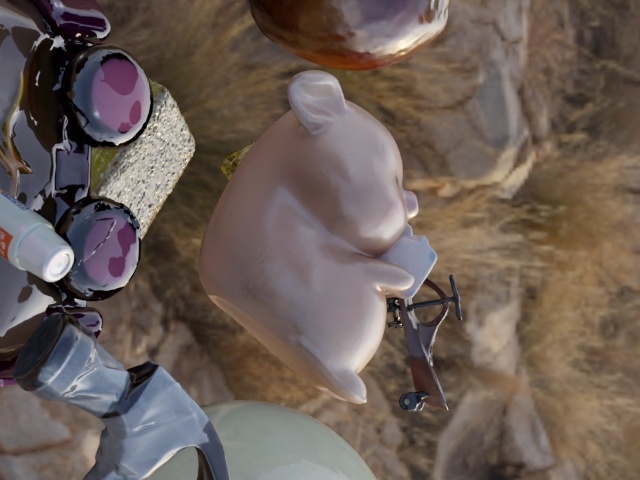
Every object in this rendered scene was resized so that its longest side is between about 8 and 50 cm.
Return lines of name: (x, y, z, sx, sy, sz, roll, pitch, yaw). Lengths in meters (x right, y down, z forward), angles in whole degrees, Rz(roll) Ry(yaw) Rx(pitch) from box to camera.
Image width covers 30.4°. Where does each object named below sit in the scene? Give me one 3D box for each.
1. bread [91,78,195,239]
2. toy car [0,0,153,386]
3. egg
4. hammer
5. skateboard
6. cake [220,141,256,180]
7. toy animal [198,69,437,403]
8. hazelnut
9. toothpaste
bread: (-0.283, -0.095, 1.639, 0.234, 0.110, 0.184, -59, 160, -17)
toy car: (-0.297, -0.049, 0.880, 0.240, 0.271, 0.341, 3, 88, -49)
egg: (-0.069, 0.279, 1.014, 0.345, 0.283, 0.283, -92, 168, -65)
hammer: (-0.210, 0.239, 0.615, 0.152, 0.044, 0.427, 42, 85, -27)
skateboard: (0.111, 0.102, 1.216, 0.067, 0.080, 0.151, 39, 40, -77)
cake: (-0.044, -0.083, 1.523, 0.116, 0.184, 0.080, 50, 38, -30)
toy animal: (0.003, -0.003, 1.132, 0.256, 0.212, 0.195, -62, -178, -11)
hazelnut: (0.016, -0.223, 0.859, 0.178, 0.178, 0.204, 0, 78, -55)
toothpaste: (-0.234, -0.038, 0.727, 0.033, 0.218, 0.052, -38, 148, -36)
